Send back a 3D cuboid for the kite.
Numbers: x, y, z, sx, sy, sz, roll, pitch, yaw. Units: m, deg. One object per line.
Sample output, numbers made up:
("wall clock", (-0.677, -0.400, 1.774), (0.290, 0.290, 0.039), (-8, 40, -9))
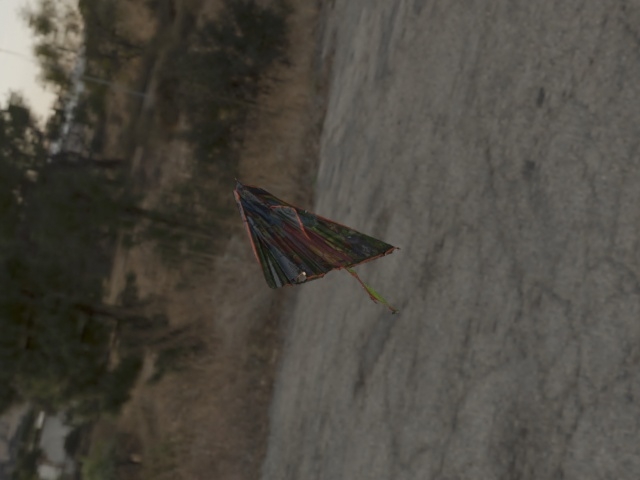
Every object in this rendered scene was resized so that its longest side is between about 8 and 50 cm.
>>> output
("kite", (0.000, 0.000, 0.832), (0.014, 0.183, 0.241), (-58, -23, 20))
